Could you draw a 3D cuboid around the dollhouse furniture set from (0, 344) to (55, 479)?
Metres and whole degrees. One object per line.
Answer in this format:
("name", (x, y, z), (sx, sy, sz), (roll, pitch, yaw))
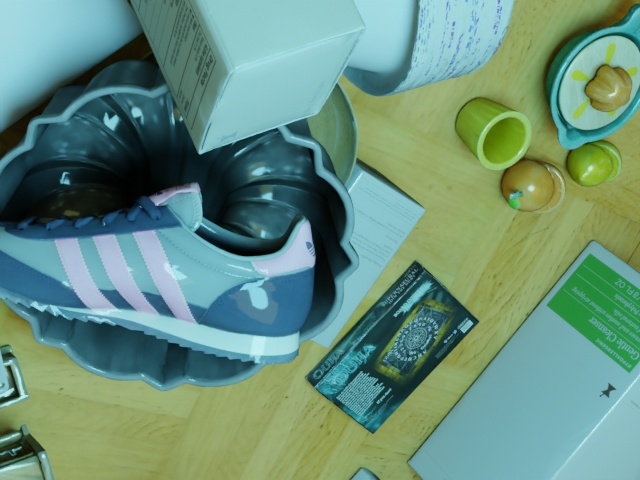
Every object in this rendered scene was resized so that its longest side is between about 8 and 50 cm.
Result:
("dollhouse furniture set", (-0.369, 0.204, 1.254), (0.182, 0.101, 0.161), (-18, 100, -21))

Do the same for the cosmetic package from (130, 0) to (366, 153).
("cosmetic package", (-0.094, -0.244, 0.981), (0.113, 0.309, 0.160), (-21, 169, -20))

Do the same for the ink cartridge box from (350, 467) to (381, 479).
("ink cartridge box", (0.036, 0.383, 1.541), (0.179, 0.145, 0.045), (-46, 135, 1))

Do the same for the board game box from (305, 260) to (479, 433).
("board game box", (0.085, 0.126, 1.497), (0.186, 0.026, 0.126), (-46, 129, 1))

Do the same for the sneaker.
("sneaker", (-0.158, 0.002, 1.065), (0.319, 0.112, 0.131), (14, 103, -10))

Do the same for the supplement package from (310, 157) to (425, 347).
("supplement package", (0.000, 0.000, 1.322), (0.105, 0.105, 0.179), (30, 99, -41))

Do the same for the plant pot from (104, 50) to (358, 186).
("plant pot", (-0.083, -0.099, 1.214), (0.236, 0.032, 0.236), (-1, 126, -2))

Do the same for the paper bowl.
("paper bowl", (0.032, -0.261, 1.076), (0.148, 0.284, 0.284), (-17, 124, -16))

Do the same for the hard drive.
("hard drive", (-0.330, -0.168, 1.071), (0.318, 0.040, 0.210), (-37, 129, -7))

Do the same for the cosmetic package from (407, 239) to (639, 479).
("cosmetic package", (0.307, 0.212, 1.572), (0.365, 0.197, 0.155), (-51, 129, 3))

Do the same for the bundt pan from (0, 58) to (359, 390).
("bundt pan", (-0.131, -0.026, 1.167), (0.330, 0.124, 0.331), (0, 124, -1))

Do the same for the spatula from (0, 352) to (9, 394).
("spatula", (-0.366, 0.055, 1.139), (0.168, 0.019, 0.242), (-17, 123, -22))

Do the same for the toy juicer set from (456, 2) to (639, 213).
("toy juicer set", (0.320, -0.151, 1.432), (0.329, 0.089, 0.209), (-39, 130, -4))
